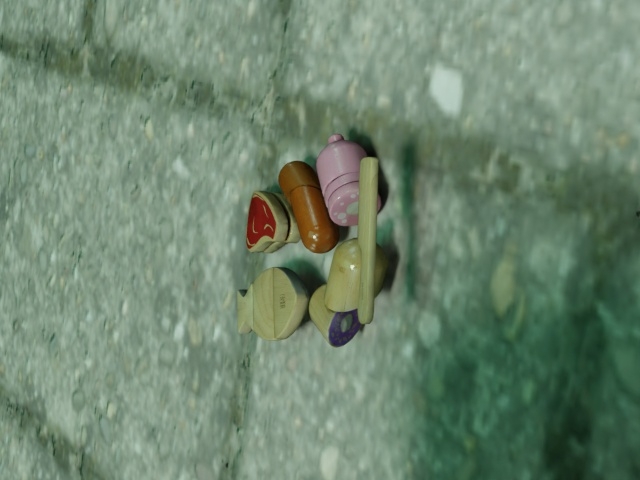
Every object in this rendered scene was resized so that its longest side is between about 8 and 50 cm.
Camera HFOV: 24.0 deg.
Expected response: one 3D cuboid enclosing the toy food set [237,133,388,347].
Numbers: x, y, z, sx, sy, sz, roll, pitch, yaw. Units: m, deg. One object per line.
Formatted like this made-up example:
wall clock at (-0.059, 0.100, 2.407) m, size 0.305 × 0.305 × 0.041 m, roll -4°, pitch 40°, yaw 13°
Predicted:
toy food set at (0.000, 0.000, 0.555) m, size 0.122 × 0.019 × 0.078 m, roll 180°, pitch 92°, yaw -66°
